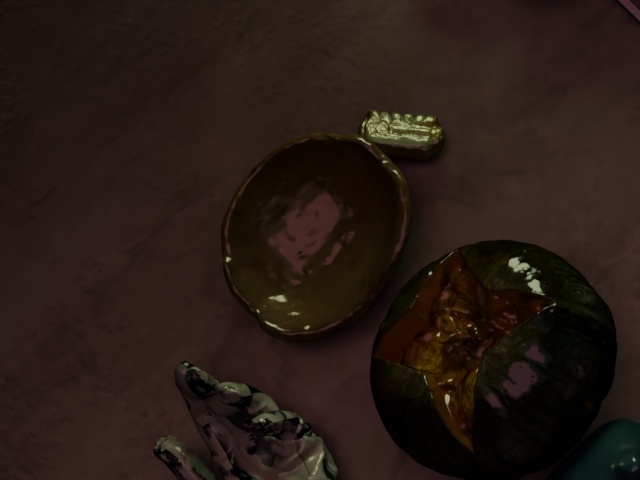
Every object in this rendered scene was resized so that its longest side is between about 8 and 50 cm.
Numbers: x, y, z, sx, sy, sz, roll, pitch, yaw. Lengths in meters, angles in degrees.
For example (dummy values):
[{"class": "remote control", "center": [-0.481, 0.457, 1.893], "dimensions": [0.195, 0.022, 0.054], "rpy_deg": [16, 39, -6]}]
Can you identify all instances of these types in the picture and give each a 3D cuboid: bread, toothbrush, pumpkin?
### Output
[{"class": "bread", "center": [0.081, -0.103, 1.930], "dimensions": [0.088, 0.033, 0.049], "rpy_deg": [3, 66, 7]}, {"class": "toothbrush", "center": [0.292, -0.240, 1.923], "dimensions": [0.017, 0.014, 0.194], "rpy_deg": [-47, 75, 6]}, {"class": "pumpkin", "center": [0.162, 0.112, 1.797], "dimensions": [0.238, 0.159, 0.238], "rpy_deg": [-20, 50, 26]}]

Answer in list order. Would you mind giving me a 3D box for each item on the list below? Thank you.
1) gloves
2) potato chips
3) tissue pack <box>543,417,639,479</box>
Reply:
[{"class": "gloves", "center": [-0.068, 0.204, 1.870], "dimensions": [0.127, 0.111, 0.212], "rpy_deg": [-38, 77, 28]}, {"class": "potato chips", "center": [0.000, -0.001, 1.914], "dimensions": [0.195, 0.062, 0.208], "rpy_deg": [0, 81, 17]}, {"class": "tissue pack", "center": [0.311, 0.302, 1.725], "dimensions": [0.198, 0.206, 0.287], "rpy_deg": [-44, 74, 2]}]
